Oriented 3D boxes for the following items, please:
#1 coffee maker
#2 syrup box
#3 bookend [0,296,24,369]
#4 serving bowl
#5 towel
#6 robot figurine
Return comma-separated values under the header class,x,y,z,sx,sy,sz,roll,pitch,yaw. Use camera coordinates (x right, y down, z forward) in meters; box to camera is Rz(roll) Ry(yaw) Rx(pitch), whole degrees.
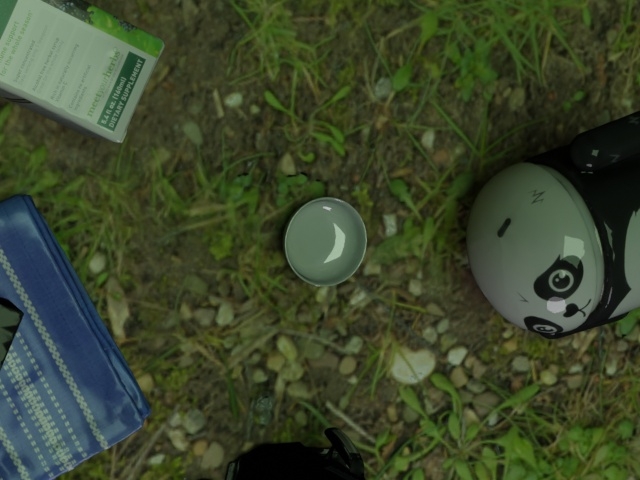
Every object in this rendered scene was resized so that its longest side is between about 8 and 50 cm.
class,x,y,z,sx,sy,sz,roll,pitch,yaw
coffee maker,-0.012,0.255,1.283,0.171,0.178,0.120,-19,103,-22
syrup box,-0.258,-0.169,1.162,0.237,0.096,0.093,25,86,-26
bookend,-0.340,0.097,1.140,0.156,0.072,0.157,22,87,-21
serving bowl,0.000,0.000,1.339,0.083,0.027,0.083,-3,98,-25
towel,-0.332,0.139,1.200,0.336,0.040,0.243,-31,107,-18
robot figurine,0.276,-0.013,1.383,0.278,0.173,0.209,-17,96,-22
